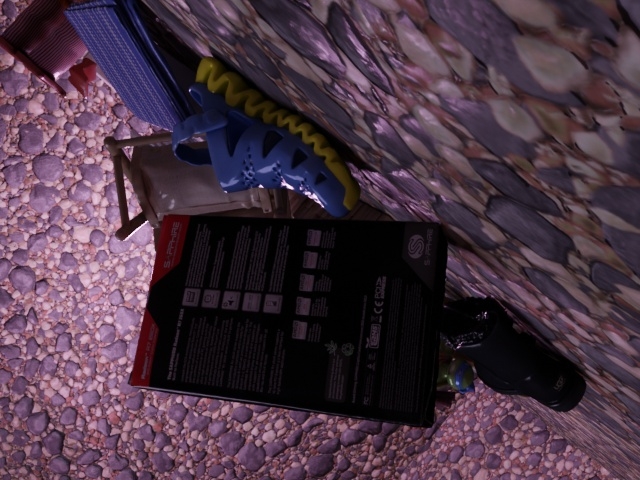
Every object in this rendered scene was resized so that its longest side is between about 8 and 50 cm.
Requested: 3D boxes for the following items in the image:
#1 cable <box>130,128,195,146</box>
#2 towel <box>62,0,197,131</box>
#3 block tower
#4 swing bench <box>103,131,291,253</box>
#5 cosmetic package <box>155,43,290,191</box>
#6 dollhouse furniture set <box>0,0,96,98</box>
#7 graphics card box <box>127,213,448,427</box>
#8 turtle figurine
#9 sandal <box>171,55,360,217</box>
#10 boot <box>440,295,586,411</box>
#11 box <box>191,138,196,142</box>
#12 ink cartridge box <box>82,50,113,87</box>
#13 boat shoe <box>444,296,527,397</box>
[{"bbox_3d":[-0.302,-0.142,1.441,0.257,0.089,0.257,36,159,36],"label":"cable"},{"bbox_3d":[-0.321,-0.298,1.071,0.336,0.040,0.243,26,150,53],"label":"towel"},{"bbox_3d":[0.037,-0.028,1.103,0.097,0.091,0.335,40,179,-28],"label":"block tower"},{"bbox_3d":[-0.183,-0.081,1.032,0.255,0.253,0.165,96,166,-85],"label":"swing bench"},{"bbox_3d":[-0.190,-0.209,1.290,0.284,0.097,0.377,42,179,30],"label":"cosmetic package"},{"bbox_3d":[-0.517,-0.409,1.388,0.152,0.201,0.374,40,177,7],"label":"dollhouse furniture set"},{"bbox_3d":[-0.038,0.090,0.778,0.370,0.233,0.094,1,162,20],"label":"graphics card box"},{"bbox_3d":[0.140,0.178,1.154,0.266,0.198,0.274,-3,150,48],"label":"turtle figurine"},{"bbox_3d":[-0.082,-0.112,0.822,0.317,0.138,0.126,37,175,31],"label":"sandal"},{"bbox_3d":[0.259,0.160,0.971,0.207,0.094,0.246,37,173,-15],"label":"boot"},{"bbox_3d":[-0.271,-0.220,1.676,0.300,0.154,0.142,39,178,44],"label":"box"},{"bbox_3d":[-0.523,-0.452,1.742,0.207,0.117,0.283,40,178,-15],"label":"ink cartridge box"},{"bbox_3d":[0.306,0.211,1.237,0.277,0.098,0.096,38,177,19],"label":"boat shoe"}]
